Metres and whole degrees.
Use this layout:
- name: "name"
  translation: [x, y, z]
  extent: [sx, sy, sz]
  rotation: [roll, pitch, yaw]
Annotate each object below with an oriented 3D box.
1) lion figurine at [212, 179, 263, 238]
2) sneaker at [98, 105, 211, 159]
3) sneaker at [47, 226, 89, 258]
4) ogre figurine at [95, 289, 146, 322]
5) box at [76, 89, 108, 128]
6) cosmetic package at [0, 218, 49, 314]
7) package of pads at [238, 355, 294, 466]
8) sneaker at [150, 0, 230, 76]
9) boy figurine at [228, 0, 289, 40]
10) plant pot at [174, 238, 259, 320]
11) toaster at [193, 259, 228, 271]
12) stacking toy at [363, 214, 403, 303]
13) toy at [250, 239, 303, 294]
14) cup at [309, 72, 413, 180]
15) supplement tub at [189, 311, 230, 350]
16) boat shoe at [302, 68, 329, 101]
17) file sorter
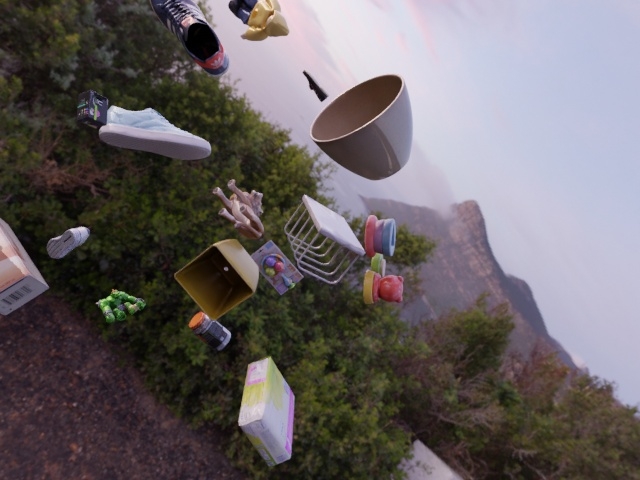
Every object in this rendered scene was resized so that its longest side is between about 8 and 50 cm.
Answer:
- name: "lion figurine"
  translation: [-0.299, -0.097, 1.810]
  extent: [0.240, 0.142, 0.392]
  rotation: [52, 11, -39]
- name: "sneaker"
  translation: [-0.558, -0.387, 1.571]
  extent: [0.365, 0.135, 0.150]
  rotation: [9, 73, -22]
- name: "sneaker"
  translation: [-1.111, 0.013, 2.005]
  extent: [0.091, 0.258, 0.094]
  rotation: [-21, 91, -59]
- name: "ogre figurine"
  translation: [-0.815, 0.263, 1.832]
  extent: [0.118, 0.097, 0.197]
  rotation: [32, 39, 11]
- name: "box"
  translation: [-0.649, -0.372, 1.292]
  extent: [0.062, 0.052, 0.083]
  rotation: [21, 64, -63]
- name: "cosmetic package"
  translation: [-1.010, 0.064, 1.411]
  extent: [0.296, 0.153, 0.129]
  rotation: [45, -20, 17]
- name: "package of pads"
  translation: [-0.179, 0.576, 1.567]
  extent: [0.296, 0.101, 0.229]
  rotation: [-93, 160, -63]
- name: "sneaker"
  translation: [-0.424, -0.695, 1.453]
  extent: [0.350, 0.131, 0.148]
  rotation: [48, 2, -4]
- name: "boy figurine"
  translation: [-0.206, -0.750, 1.531]
  extent: [0.092, 0.177, 0.285]
  rotation: [22, 23, -52]
- name: "plant pot"
  translation: [-0.340, 0.114, 1.604]
  extent: [0.212, 0.212, 0.187]
  rotation: [52, 22, -9]
- name: "toaster"
  translation: [-0.448, 0.145, 1.904]
  extent: [0.129, 0.226, 0.147]
  rotation: [35, 44, -66]
- name: "stacking toy"
  translation: [0.244, 0.061, 1.638]
  extent: [0.279, 0.130, 0.309]
  rotation: [-27, 119, -72]
- name: "toy"
  translation: [-0.198, 0.131, 2.031]
  extent: [0.237, 0.137, 0.056]
  rotation: [50, 5, -22]
- name: "cup"
  translation: [0.164, -0.335, 1.456]
  extent: [0.237, 0.331, 0.331]
  rotation: [52, 8, -33]
- name: "supplement tub"
  translation: [-0.539, 0.440, 2.209]
  extent: [0.190, 0.117, 0.117]
  rotation: [49, 10, -26]
- name: "boat shoe"
  translation: [-0.025, -0.570, 1.668]
  extent: [0.133, 0.042, 0.049]
  rotation: [50, 23, -8]
- name: "file sorter"
  translation: [0.000, 0.000, 1.625]
  extent: [0.192, 0.173, 0.278]
  rotation: [28, 18, -26]
